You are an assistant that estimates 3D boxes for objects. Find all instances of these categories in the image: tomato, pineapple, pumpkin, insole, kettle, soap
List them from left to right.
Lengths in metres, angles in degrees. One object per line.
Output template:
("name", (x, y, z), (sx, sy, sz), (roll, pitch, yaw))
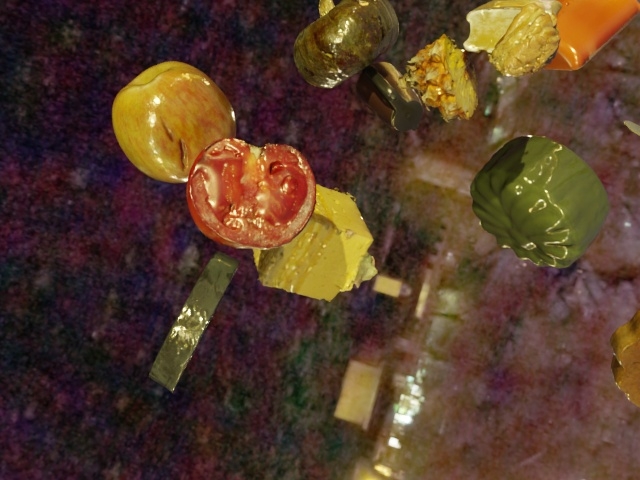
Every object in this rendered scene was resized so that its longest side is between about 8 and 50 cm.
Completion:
("tomato", (-0.132, -0.077, 1.249), (0.139, 0.233, 0.200), (145, -46, -70))
("pumpkin", (0.069, -0.586, 1.891), (0.325, 0.242, 0.232), (-40, -177, -1))
("kettle", (0.206, -0.433, 2.001), (0.144, 0.232, 0.202), (-36, 132, 4))
("pineapple", (0.236, -0.311, 1.418), (0.250, 0.164, 0.140), (23, 64, -68))
("soap", (0.402, -0.441, 1.389), (0.274, 0.173, 0.089), (-47, 140, -60))
("insole", (0.726, -0.243, 1.519), (0.188, 0.064, 0.004), (-1, 140, -45))

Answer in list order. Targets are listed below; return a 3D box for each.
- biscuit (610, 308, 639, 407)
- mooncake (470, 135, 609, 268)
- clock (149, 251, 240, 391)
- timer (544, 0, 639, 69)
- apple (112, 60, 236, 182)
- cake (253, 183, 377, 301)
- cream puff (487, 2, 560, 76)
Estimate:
("biscuit", (0.741, 0.219, 1.290), (0.381, 0.359, 0.074), (52, 32, -36))
("mooncake", (0.569, -0.091, 1.802), (0.194, 0.356, 0.356), (-40, 158, -17))
("clock", (-0.239, 0.151, 1.300), (0.281, 0.055, 0.280), (-61, -175, 9))
("timer", (0.708, -0.594, 1.883), (0.257, 0.250, 0.161), (-43, 129, -4))
("apple", (-0.323, -0.265, 1.474), (0.264, 0.264, 0.264), (17, 90, -79))
("cake", (0.000, 0.000, 1.704), (0.222, 0.286, 0.227), (-60, -152, 28))
("cream puff", (0.365, -0.345, 1.196), (0.133, 0.104, 0.119), (-52, -179, -14))
